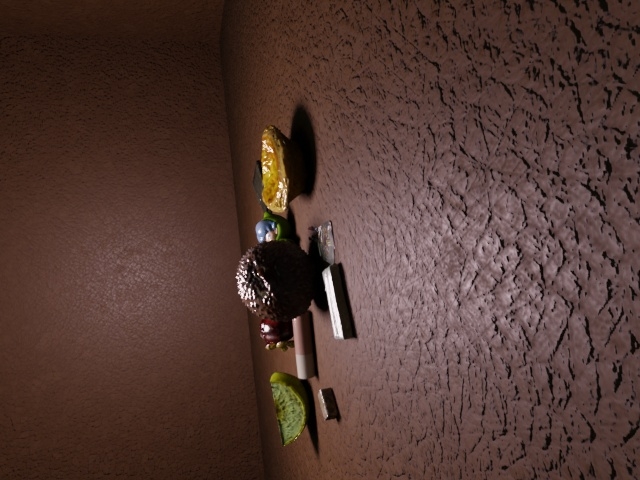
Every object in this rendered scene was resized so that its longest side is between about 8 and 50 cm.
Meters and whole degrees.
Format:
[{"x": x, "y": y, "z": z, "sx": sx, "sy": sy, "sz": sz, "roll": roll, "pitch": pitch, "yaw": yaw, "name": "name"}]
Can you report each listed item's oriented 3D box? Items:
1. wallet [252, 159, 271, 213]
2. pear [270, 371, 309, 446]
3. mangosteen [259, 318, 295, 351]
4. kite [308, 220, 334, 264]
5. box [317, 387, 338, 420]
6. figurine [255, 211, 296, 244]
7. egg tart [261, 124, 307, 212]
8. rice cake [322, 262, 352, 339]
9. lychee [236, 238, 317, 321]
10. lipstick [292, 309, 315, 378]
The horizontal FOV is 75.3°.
[{"x": -0.303, "y": -0.275, "z": 2.184, "sx": 0.317, "sy": 0.044, "sz": 0.168, "roll": -116, "pitch": 30, "yaw": -44, "name": "wallet"}, {"x": -0.117, "y": 0.690, "z": 1.786, "sx": 0.239, "sy": 0.139, "sz": 0.287, "roll": 154, "pitch": 105, "yaw": -87, "name": "pear"}, {"x": -0.185, "y": 0.406, "z": 1.839, "sx": 0.166, "sy": 0.166, "sz": 0.180, "roll": 142, "pitch": 113, "yaw": -70, "name": "mangosteen"}, {"x": -0.001, "y": 0.000, "z": 1.370, "sx": 0.245, "sy": 0.015, "sz": 0.141, "roll": -164, "pitch": 72, "yaw": -70, "name": "kite"}, {"x": 0.024, "y": 0.561, "z": 1.422, "sx": 0.062, "sy": 0.045, "sz": 0.098, "roll": 106, "pitch": 153, "yaw": -51, "name": "box"}, {"x": -0.170, "y": -0.002, "z": 1.721, "sx": 0.263, "sy": 0.143, "sz": 0.162, "roll": 50, "pitch": 154, "yaw": 32, "name": "figurine"}, {"x": -0.135, "y": -0.257, "z": 1.510, "sx": 0.341, "sy": 0.132, "sz": 0.340, "roll": 174, "pitch": 90, "yaw": -71, "name": "egg tart"}, {"x": 0.048, "y": 0.183, "z": 1.230, "sx": 0.085, "sy": 0.040, "sz": 0.226, "roll": 130, "pitch": 132, "yaw": -65, "name": "rice cake"}, {"x": -0.144, "y": 0.136, "z": 1.456, "sx": 0.300, "sy": 0.300, "sz": 0.299, "roll": 174, "pitch": 90, "yaw": -73, "name": "lychee"}, {"x": -0.065, "y": 0.401, "z": 1.608, "sx": 0.070, "sy": 0.070, "sz": 0.254, "roll": 177, "pitch": 87, "yaw": -73, "name": "lipstick"}]
